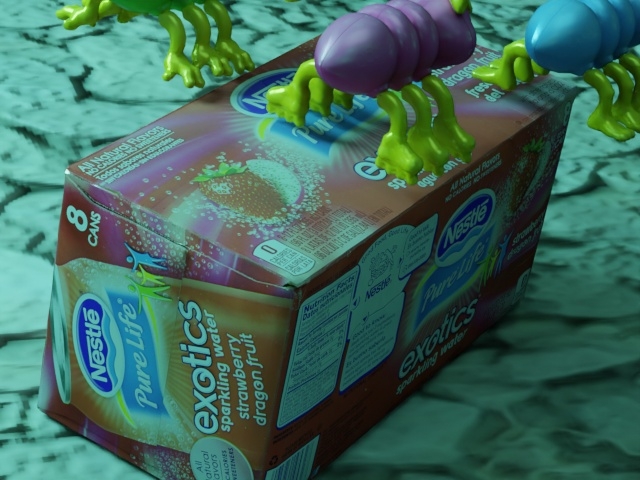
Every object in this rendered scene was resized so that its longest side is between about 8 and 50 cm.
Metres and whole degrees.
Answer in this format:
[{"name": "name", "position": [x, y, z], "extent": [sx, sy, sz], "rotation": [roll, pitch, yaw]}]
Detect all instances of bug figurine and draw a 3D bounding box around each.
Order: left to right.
[{"name": "bug figurine", "position": [0.020, -0.118, 0.880], "extent": [0.279, 0.072, 0.216], "rotation": [26, 34, 28]}]

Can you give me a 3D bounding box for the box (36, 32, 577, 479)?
[{"name": "box", "position": [0.000, 0.000, 0.876], "extent": [0.122, 0.128, 0.257], "rotation": [26, 35, 23]}]
